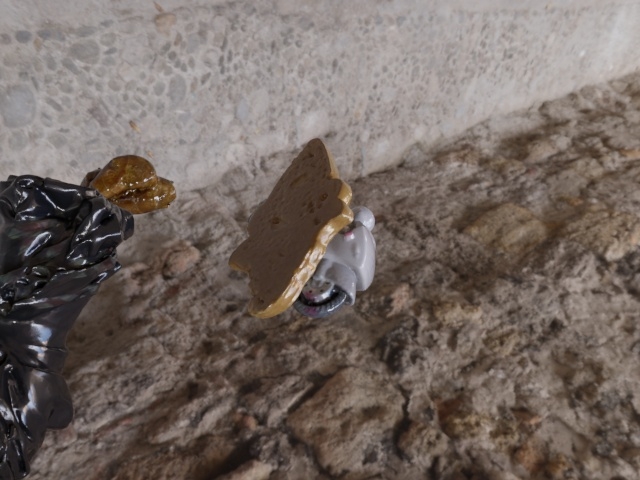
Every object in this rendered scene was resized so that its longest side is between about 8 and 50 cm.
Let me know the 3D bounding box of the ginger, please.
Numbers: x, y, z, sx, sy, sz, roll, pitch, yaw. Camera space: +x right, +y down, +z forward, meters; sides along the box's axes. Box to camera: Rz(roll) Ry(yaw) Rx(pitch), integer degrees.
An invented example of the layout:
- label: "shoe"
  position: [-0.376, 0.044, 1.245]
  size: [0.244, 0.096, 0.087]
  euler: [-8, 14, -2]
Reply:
- label: "ginger"
  position: [-0.323, -0.081, 0.756]
  size: [0.162, 0.073, 0.103]
  euler: [-11, 143, 16]

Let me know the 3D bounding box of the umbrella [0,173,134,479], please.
- label: "umbrella"
  position: [-0.234, 0.087, 0.372]
  size: [0.110, 0.122, 0.273]
  euler: [24, 75, -47]

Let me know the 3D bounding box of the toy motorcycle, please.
- label: "toy motorcycle"
  position: [0.000, 0.000, 0.664]
  size: [0.170, 0.260, 0.110]
  euler: [-23, 130, -12]

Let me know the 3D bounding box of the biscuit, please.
- label: "biscuit"
  position: [-0.028, -0.024, 0.526]
  size: [0.035, 0.162, 0.250]
  euler: [46, 45, -39]
